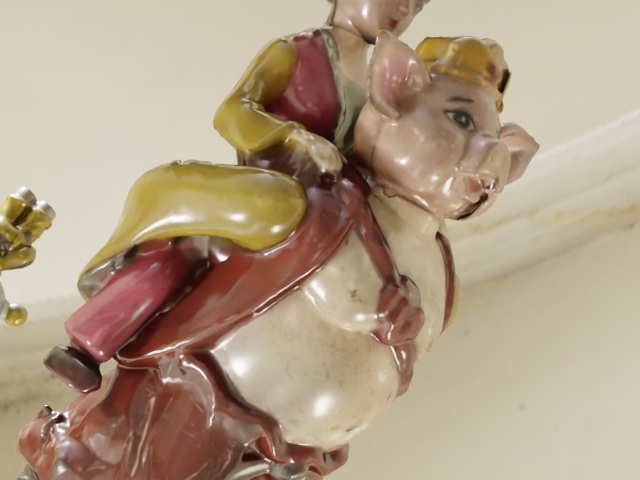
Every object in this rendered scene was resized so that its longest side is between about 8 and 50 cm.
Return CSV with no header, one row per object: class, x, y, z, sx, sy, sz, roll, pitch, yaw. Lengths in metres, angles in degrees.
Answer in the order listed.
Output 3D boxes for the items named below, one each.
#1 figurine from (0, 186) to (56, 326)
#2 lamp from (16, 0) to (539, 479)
figurine,-0.267,0.024,1.392,0.143,0.068,0.101,-27,-99,-19
lamp,0.000,0.000,0.575,0.118,0.118,0.253,33,-90,1
